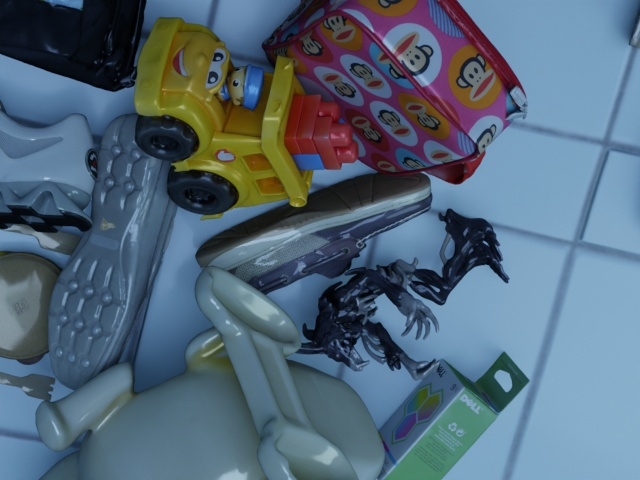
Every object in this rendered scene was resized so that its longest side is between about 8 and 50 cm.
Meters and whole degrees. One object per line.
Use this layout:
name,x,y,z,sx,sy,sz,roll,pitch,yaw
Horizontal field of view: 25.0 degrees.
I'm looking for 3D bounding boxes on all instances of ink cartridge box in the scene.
ink cartridge box,0.148,0.212,1.738,0.062,0.109,0.209,40,95,-16

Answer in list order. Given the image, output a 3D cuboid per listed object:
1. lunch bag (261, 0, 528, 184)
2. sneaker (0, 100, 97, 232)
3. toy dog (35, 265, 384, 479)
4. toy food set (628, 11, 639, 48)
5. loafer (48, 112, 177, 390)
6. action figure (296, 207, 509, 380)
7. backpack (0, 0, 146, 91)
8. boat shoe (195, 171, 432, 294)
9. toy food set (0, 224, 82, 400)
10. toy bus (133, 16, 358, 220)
lunch bag,0.084,-0.164,1.542,0.258,0.293,0.120,47,73,-16
sneaker,-0.404,-0.091,1.588,0.330,0.122,0.146,3,75,4
toy dog,-0.161,0.267,1.609,0.408,0.395,0.285,-34,66,17
toy food set,0.531,-0.290,1.685,0.306,0.092,0.220,16,100,-11
loafer,-0.220,0.016,1.626,0.112,0.111,0.320,20,94,26
action figure,0.092,0.081,1.674,0.275,0.164,0.141,-33,69,-7
backpack,-0.273,-0.357,1.461,0.273,0.290,0.356,18,93,4
boat shoe,0.000,0.000,1.674,0.285,0.103,0.092,-20,111,0
toy food set,-0.342,0.076,1.655,0.132,0.038,0.192,17,86,-20
toy bus,-0.071,-0.130,1.532,0.211,0.149,0.220,0,147,21
